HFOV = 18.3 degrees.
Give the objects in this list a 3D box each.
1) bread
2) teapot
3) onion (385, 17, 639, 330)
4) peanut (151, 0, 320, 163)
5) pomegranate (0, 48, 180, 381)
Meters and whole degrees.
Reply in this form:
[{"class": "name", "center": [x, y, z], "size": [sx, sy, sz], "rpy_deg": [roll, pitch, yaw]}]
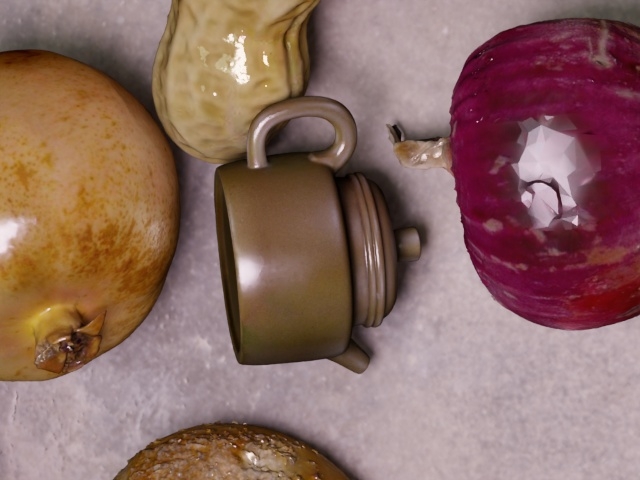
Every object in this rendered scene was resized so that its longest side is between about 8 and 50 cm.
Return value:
[{"class": "bread", "center": [-0.082, 0.307, 1.787], "size": [0.305, 0.159, 0.305], "rpy_deg": [-2, 73, 8]}, {"class": "teapot", "center": [0.000, 0.000, 1.753], "size": [0.175, 0.185, 0.267], "rpy_deg": [-8, 113, -9]}, {"class": "onion", "center": [0.204, -0.052, 1.639], "size": [0.272, 0.230, 0.256], "rpy_deg": [-30, 85, 14]}, {"class": "peanut", "center": [-0.062, -0.194, 1.738], "size": [0.147, 0.147, 0.305], "rpy_deg": [29, 127, 16]}, {"class": "pomegranate", "center": [-0.268, -0.014, 1.789], "size": [0.319, 0.319, 0.319], "rpy_deg": [2, 97, 21]}]
